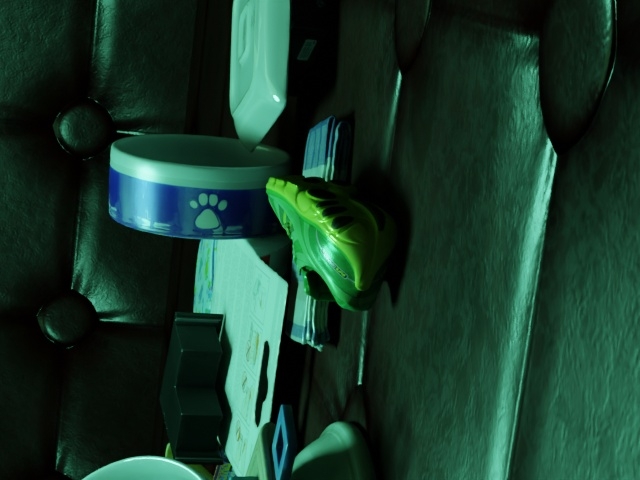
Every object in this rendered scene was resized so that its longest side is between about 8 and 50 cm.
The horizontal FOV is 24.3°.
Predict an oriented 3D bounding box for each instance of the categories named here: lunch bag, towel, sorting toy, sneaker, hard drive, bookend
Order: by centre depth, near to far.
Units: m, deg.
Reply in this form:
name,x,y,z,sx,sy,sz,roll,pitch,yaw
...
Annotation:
name,x,y,z,sx,sy,sz,roll,pitch,yaw
sorting toy,-0.079,0.316,1.556,0.348,0.047,0.196,107,163,-48
sneaker,0.000,0.000,1.625,0.295,0.109,0.123,-131,48,-71
towel,-0.004,-0.008,1.865,0.209,0.034,0.285,175,101,-81
bookend,-0.173,0.208,2.106,0.156,0.072,0.157,-115,33,-57
hard drive,-0.036,-0.404,2.111,0.237,0.064,0.339,127,146,-69
lunch bag,-0.155,0.050,2.452,0.219,0.090,0.176,150,123,-76

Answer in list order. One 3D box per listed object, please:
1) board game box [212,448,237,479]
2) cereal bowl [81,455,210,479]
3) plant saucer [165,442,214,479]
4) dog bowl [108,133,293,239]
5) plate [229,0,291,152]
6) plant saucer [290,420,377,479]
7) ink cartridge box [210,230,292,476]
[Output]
name,x,y,z,sx,sy,sz,roll,pitch,yaw
board game box,-0.144,0.389,2.257,0.170,0.048,0.141,103,-177,-49
cereal bowl,-0.217,0.445,1.838,0.141,0.339,0.339,43,-146,-46
plant saucer,-0.207,0.526,2.430,0.333,0.081,0.333,92,178,-70
dog bowl,-0.174,-0.081,2.152,0.265,0.265,0.104,-126,40,-73
plate,-0.086,-0.284,2.039,0.278,0.045,0.277,143,130,-74
plant saucer,-0.023,0.397,1.623,0.400,0.100,0.400,-176,90,-78
ink cartridge box,-0.079,0.156,2.089,0.385,0.091,0.308,-141,57,-68
